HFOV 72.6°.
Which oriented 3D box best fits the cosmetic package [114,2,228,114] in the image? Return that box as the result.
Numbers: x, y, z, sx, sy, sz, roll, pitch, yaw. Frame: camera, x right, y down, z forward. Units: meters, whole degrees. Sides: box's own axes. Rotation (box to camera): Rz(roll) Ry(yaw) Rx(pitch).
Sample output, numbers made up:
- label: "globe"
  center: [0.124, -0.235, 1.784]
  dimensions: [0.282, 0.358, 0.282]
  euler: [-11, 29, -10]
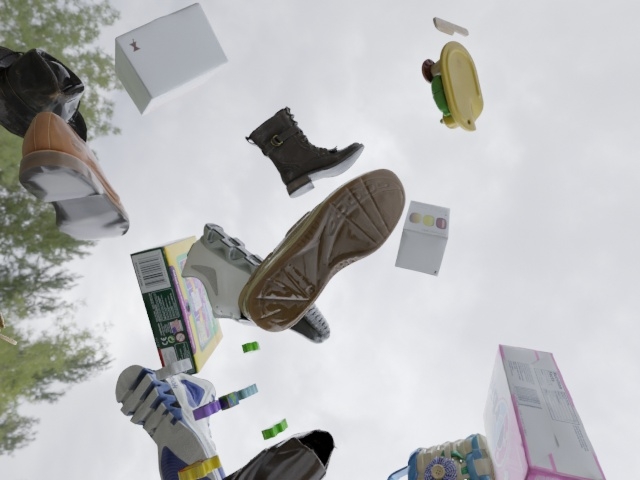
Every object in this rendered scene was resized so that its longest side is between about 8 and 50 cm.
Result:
- label: "cosmetic package"
  center: [-0.449, -0.503, 1.266]
  dimensions: [0.230, 0.162, 0.453]
  euler: [-34, -159, -16]

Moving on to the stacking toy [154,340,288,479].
- label: "stacking toy"
  center: [-0.156, 0.267, 0.720]
  dimensions: [0.052, 0.221, 0.167]
  euler: [-28, -105, 31]

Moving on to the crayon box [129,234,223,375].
- label: "crayon box"
  center: [-0.417, 0.182, 1.315]
  dimensions: [0.106, 0.313, 0.363]
  euler: [-13, -84, 0]

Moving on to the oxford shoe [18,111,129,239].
- label: "oxford shoe"
  center: [-0.256, -0.057, 0.474]
  dimensions: [0.212, 0.076, 0.076]
  euler: [121, -42, -64]

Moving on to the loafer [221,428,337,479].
- label: "loafer"
  center: [-0.041, 0.244, 0.455]
  dimensions: [0.080, 0.220, 0.078]
  euler: [43, -83, 14]

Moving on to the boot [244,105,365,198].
- label: "boot"
  center: [-0.042, -0.260, 1.148]
  dimensions: [0.263, 0.091, 0.229]
  euler: [-29, -101, -6]

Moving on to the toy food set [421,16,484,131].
- label: "toy food set"
  center: [0.257, -0.319, 0.877]
  dimensions: [0.071, 0.128, 0.218]
  euler: [-8, -83, 50]

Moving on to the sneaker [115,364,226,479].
- label: "sneaker"
  center: [-0.272, 0.381, 0.921]
  dimensions: [0.127, 0.182, 0.315]
  euler: [-49, -113, 12]

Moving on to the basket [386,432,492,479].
- label: "basket"
  center: [0.219, 0.468, 0.722]
  dimensions: [0.289, 0.201, 0.255]
  euler: [-52, -158, 28]

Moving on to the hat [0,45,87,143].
- label: "hat"
  center: [-0.670, -0.370, 1.073]
  dimensions: [0.134, 0.331, 0.331]
  euler: [-31, -118, 12]

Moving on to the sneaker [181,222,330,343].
- label: "sneaker"
  center: [-0.133, 0.118, 0.866]
  dimensions: [0.330, 0.122, 0.146]
  euler: [37, -84, 12]

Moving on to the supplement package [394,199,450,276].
- label: "supplement package"
  center: [0.324, -0.013, 1.366]
  dimensions: [0.139, 0.244, 0.134]
  euler: [12, -62, 11]

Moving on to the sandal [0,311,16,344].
- label: "sandal"
  center: [-0.789, 0.150, 0.990]
  dimensions: [0.079, 0.240, 0.088]
  euler: [-67, -171, -29]

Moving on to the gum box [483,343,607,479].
- label: "gum box"
  center: [0.218, 0.204, 0.455]
  dimensions: [0.062, 0.188, 0.107]
  euler: [8, -66, 11]

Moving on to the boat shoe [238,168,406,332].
- label: "boat shoe"
  center: [0.000, 0.000, 0.715]
  dimensions: [0.341, 0.122, 0.110]
  euler: [-41, -161, -19]
